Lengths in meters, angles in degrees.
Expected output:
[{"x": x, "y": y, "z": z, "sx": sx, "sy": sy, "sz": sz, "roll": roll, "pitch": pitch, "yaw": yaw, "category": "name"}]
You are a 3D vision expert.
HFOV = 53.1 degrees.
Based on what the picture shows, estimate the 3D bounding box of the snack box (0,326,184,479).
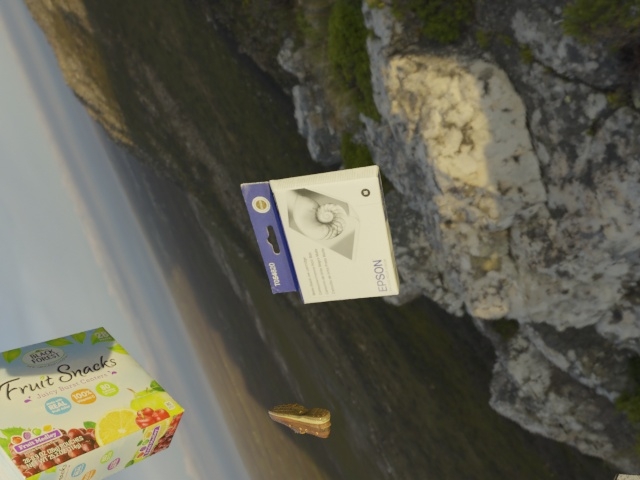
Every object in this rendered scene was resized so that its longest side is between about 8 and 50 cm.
[{"x": -0.294, "y": 0.194, "z": 0.733, "sx": 0.174, "sy": 0.207, "sz": 0.070, "roll": 37, "pitch": 114, "yaw": 27, "category": "snack box"}]

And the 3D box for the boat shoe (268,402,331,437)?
[{"x": -0.051, "y": 0.422, "z": 1.496, "sx": 0.178, "sy": 0.064, "sz": 0.060, "roll": -2, "pitch": 100, "yaw": 39, "category": "boat shoe"}]

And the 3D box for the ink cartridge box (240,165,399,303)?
[{"x": 0.000, "y": 0.000, "z": 1.022, "sx": 0.045, "sy": 0.224, "sz": 0.223, "roll": -76, "pitch": -24, "yaw": -56, "category": "ink cartridge box"}]

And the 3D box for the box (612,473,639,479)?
[{"x": 0.505, "y": 0.535, "z": 1.046, "sx": 0.060, "sy": 0.270, "sz": 0.216, "roll": -9, "pitch": 89, "yaw": 35, "category": "box"}]
